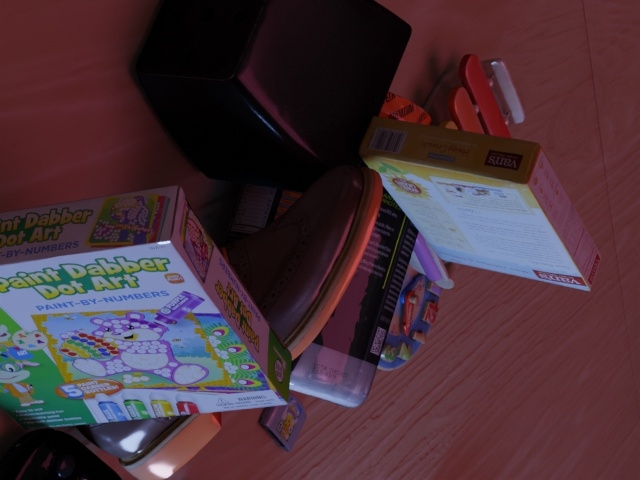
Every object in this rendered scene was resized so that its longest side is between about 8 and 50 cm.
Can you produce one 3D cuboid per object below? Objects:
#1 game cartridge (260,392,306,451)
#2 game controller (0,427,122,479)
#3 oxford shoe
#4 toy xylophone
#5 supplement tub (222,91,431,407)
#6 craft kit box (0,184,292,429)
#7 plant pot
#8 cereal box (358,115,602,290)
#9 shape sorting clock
[{"bbox_3d":[-0.043,0.212,1.538,0.056,0.017,0.083,-67,150,-23],"label":"game cartridge"},{"bbox_3d":[-0.277,0.324,1.111,0.166,0.067,0.319,48,60,-39],"label":"game controller"},{"bbox_3d":[-0.090,0.058,1.146,0.133,0.130,0.363,38,100,-20],"label":"oxford shoe"},{"bbox_3d":[0.182,-0.081,1.699,0.236,0.081,0.322,52,52,-45],"label":"toy xylophone"},{"bbox_3d":[0.000,0.000,1.341,0.193,0.194,0.316,30,77,-60],"label":"supplement tub"},{"bbox_3d":[-0.178,0.063,1.007,0.246,0.250,0.061,62,26,-48],"label":"craft kit box"},{"bbox_3d":[-0.057,-0.167,1.200,0.167,0.188,0.187,37,70,-49],"label":"plant pot"},{"bbox_3d":[0.158,-0.032,1.232,0.240,0.173,0.047,46,61,-55],"label":"cereal box"},{"bbox_3d":[0.111,0.074,1.719,0.206,0.040,0.206,-32,128,-52],"label":"shape sorting clock"}]
